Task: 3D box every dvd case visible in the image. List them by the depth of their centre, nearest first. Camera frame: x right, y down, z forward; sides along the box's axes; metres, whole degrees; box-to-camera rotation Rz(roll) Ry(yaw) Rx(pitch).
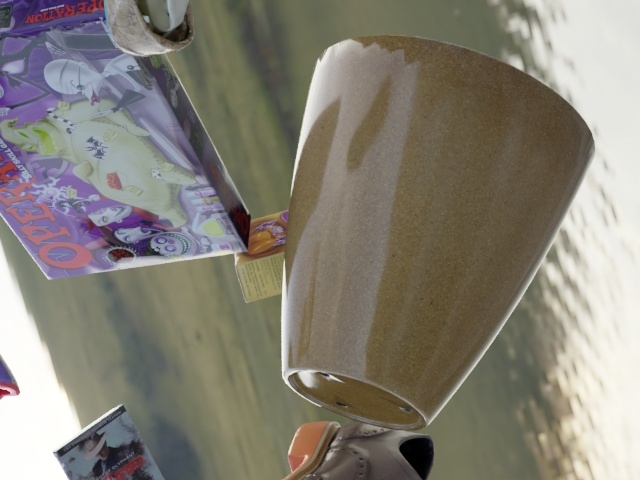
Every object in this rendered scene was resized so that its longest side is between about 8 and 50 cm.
[{"bbox_3d":[-0.202,0.235,1.613,0.013,0.087,0.119,-10,110,57],"label":"dvd case"}]

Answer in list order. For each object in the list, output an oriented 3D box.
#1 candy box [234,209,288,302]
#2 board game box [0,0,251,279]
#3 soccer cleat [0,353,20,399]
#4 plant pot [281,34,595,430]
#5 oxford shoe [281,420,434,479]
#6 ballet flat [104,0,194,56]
[{"bbox_3d":[0.000,0.000,1.757,0.109,0.186,0.053,-105,0,-66],"label":"candy box"},{"bbox_3d":[-0.209,-0.086,1.432,0.347,0.208,0.056,64,-154,-53],"label":"board game box"},{"bbox_3d":[-0.399,0.212,1.455,0.116,0.318,0.108,34,172,29],"label":"soccer cleat"},{"bbox_3d":[0.067,0.009,1.271,0.237,0.237,0.254,76,-149,-65],"label":"plant pot"},{"bbox_3d":[0.033,0.248,1.390,0.364,0.132,0.130,-75,-25,-66],"label":"oxford shoe"},{"bbox_3d":[-0.122,-0.219,1.114,0.073,0.067,0.206,-47,-41,-39],"label":"ballet flat"}]
